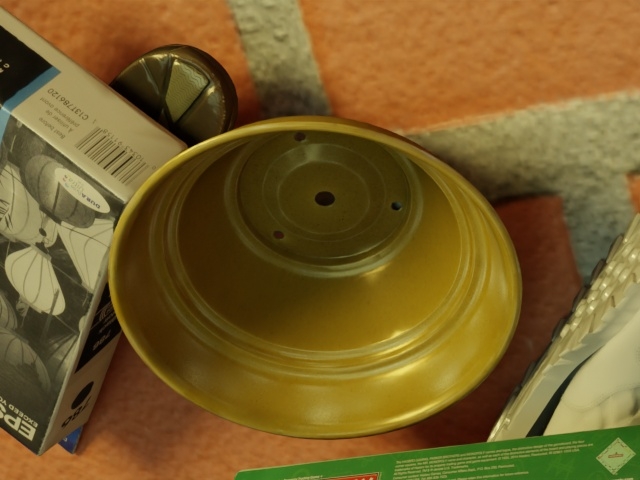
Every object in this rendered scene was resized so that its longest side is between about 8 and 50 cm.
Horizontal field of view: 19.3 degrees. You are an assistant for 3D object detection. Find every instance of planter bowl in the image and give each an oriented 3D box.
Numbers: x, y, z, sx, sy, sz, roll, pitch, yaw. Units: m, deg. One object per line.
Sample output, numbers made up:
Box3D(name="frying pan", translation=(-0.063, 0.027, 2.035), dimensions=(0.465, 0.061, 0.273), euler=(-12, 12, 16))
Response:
Box3D(name="planter bowl", translation=(0.000, 0.000, 1.017), dimensions=(0.217, 0.090, 0.217), euler=(3, 129, 3))

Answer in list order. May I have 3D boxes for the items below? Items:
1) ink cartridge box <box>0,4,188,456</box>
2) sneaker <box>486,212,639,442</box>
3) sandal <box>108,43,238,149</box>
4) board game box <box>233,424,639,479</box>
Box3D(name="ink cartridge box", translation=(-0.193, 0.015, 1.117), dimensions=(0.165, 0.065, 0.333), euler=(36, 141, 10))
Box3D(name="sneaker", translation=(0.166, 0.071, 0.991), dimensions=(0.095, 0.090, 0.235), euler=(31, 132, 4))
Box3D(name="sandal", translation=(-0.116, -0.058, 1.088), dimensions=(0.090, 0.060, 0.219), euler=(50, 134, -6))
Box3D(name="board game box", translation=(0.132, 0.182, 1.018), dimensions=(0.317, 0.046, 0.213), euler=(-10, 138, 32))
